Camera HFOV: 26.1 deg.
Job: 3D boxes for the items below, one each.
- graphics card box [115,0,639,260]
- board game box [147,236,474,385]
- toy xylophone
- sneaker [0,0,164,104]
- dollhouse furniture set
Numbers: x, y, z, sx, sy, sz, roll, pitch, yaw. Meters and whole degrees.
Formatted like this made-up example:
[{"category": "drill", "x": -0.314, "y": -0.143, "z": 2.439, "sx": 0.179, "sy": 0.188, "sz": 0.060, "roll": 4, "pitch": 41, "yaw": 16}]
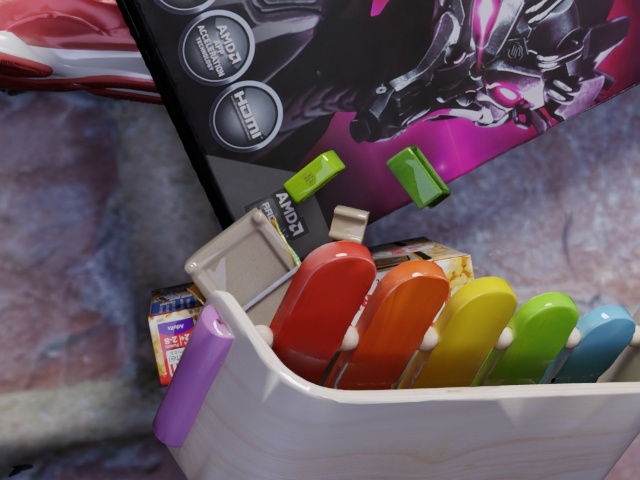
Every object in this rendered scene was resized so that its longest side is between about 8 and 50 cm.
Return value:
[{"category": "graphics card box", "x": 0.071, "y": -0.163, "z": 0.842, "sx": 0.371, "sy": 0.094, "sz": 0.232, "roll": -26, "pitch": 121, "yaw": -8}, {"category": "board game box", "x": -0.010, "y": 0.040, "z": 0.873, "sx": 0.194, "sy": 0.147, "sz": 0.045, "roll": -11, "pitch": 96, "yaw": -5}, {"category": "toy xylophone", "x": 0.056, "y": 0.115, "z": 0.801, "sx": 0.323, "sy": 0.081, "sz": 0.236, "roll": 9, "pitch": 130, "yaw": -33}, {"category": "sneaker", "x": -0.174, "y": -0.163, "z": 0.883, "sx": 0.221, "sy": 0.087, "sz": 0.128, "roll": 9, "pitch": 83, "yaw": -15}, {"category": "dollhouse furniture set", "x": 0.000, "y": 0.000, "z": 0.795, "sx": 0.152, "sy": 0.058, "sz": 0.076, "roll": -37, "pitch": 87, "yaw": 8}]
